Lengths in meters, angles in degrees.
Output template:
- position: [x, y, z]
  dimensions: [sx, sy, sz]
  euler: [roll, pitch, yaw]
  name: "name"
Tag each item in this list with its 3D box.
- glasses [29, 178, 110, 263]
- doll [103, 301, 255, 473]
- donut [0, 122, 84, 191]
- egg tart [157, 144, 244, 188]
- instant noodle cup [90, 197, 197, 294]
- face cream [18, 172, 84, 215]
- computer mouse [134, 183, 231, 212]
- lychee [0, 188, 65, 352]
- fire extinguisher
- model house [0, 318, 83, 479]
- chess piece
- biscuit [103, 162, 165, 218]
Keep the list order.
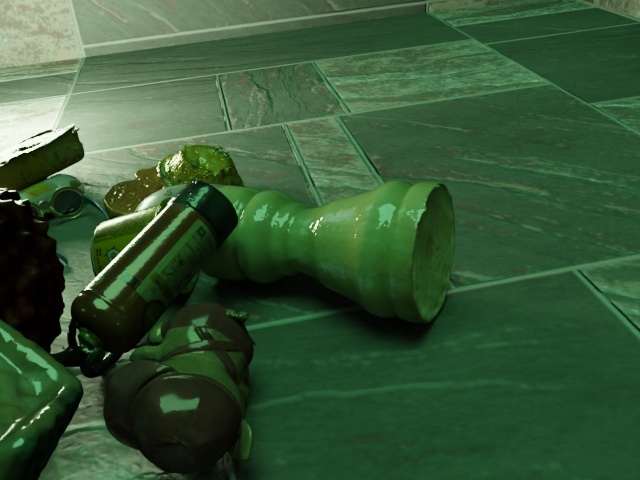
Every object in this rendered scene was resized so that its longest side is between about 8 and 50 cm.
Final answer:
- position: [-0.561, -0.019, 1.503]
  dimensions: [0.189, 0.088, 0.220]
  euler: [-28, 57, -35]
  name: "glasses"
- position: [-0.180, 0.203, 0.932]
  dimensions: [0.196, 0.152, 0.256]
  euler: [-3, 30, 5]
  name: "doll"
- position: [-0.718, -0.200, 1.725]
  dimensions: [0.272, 0.107, 0.272]
  euler: [-21, 22, 9]
  name: "donut"
- position: [-0.276, -0.161, 1.601]
  dimensions: [0.212, 0.090, 0.213]
  euler: [12, 36, -9]
  name: "egg tart"
- position: [-0.328, 0.022, 1.267]
  dimensions: [0.144, 0.182, 0.182]
  euler: [-10, 29, 13]
  name: "instant noodle cup"
- position: [-0.686, -0.077, 1.588]
  dimensions: [0.107, 0.073, 0.269]
  euler: [14, 34, 30]
  name: "face cream"
- position: [-0.259, -0.059, 1.440]
  dimensions: [0.296, 0.121, 0.184]
  euler: [-9, 29, -4]
  name: "computer mouse"
- position: [-0.581, 0.100, 0.911]
  dimensions: [0.424, 0.425, 0.500]
  euler: [9, 31, 24]
  name: "lychee"
- position: [-0.272, 0.086, 1.076]
  dimensions: [0.113, 0.200, 0.376]
  euler: [18, 51, 26]
  name: "fire extinguisher"
- position: [-0.438, 0.277, 0.628]
  dimensions: [0.400, 0.446, 0.395]
  euler: [23, 6, -35]
  name: "model house"
- position: [0.000, 0.000, 1.209]
  dimensions: [0.442, 0.234, 0.234]
  euler: [6, 31, 28]
  name: "chess piece"
- position: [-0.393, -0.116, 1.630]
  dimensions: [0.202, 0.044, 0.289]
  euler: [7, 30, 10]
  name: "biscuit"
